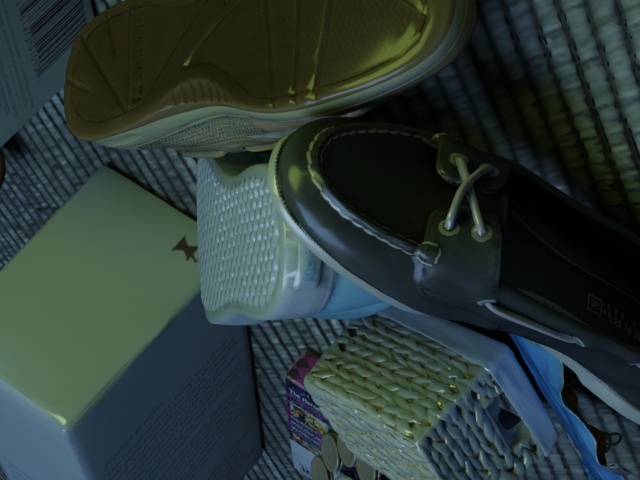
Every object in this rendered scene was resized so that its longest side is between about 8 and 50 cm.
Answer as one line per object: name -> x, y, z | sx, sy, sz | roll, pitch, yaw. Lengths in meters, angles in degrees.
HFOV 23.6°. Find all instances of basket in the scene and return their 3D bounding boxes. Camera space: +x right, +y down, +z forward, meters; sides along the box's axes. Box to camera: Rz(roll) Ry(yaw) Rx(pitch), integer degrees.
basket -> 0.081, 0.128, 1.183 | 0.167, 0.103, 0.113 | 22, 151, 52

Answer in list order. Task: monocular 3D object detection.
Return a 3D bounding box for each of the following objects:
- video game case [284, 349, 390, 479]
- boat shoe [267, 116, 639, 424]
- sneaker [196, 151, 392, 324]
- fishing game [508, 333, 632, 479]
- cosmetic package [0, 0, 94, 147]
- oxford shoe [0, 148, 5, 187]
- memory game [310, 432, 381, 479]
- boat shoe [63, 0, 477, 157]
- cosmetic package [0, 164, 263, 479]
video game case -> 0.072, 0.222, 1.455 | 0.232, 0.042, 0.210 | 31, 154, 20
boat shoe -> 0.129, 0.008, 0.887 | 0.335, 0.112, 0.095 | 28, 144, -24
sneaker -> 0.000, 0.000, 1.086 | 0.150, 0.135, 0.366 | 0, -173, -14
fishing game -> 0.173, 0.106, 1.059 | 0.264, 0.041, 0.189 | 59, -178, -37
cosmetic package -> -0.289, -0.185, 1.149 | 0.183, 0.151, 0.151 | 31, 153, 20
oxford shoe -> -0.442, -0.129, 1.553 | 0.348, 0.123, 0.130 | 30, 180, 19
memory game -> 0.033, 0.261, 1.385 | 0.186, 0.012, 0.186 | 29, 123, 59
boat shoe -> -0.023, -0.118, 0.958 | 0.110, 0.122, 0.341 | 15, 167, -42
cosmetic package -> -0.196, 0.160, 1.507 | 0.161, 0.230, 0.453 | 32, 154, 19
